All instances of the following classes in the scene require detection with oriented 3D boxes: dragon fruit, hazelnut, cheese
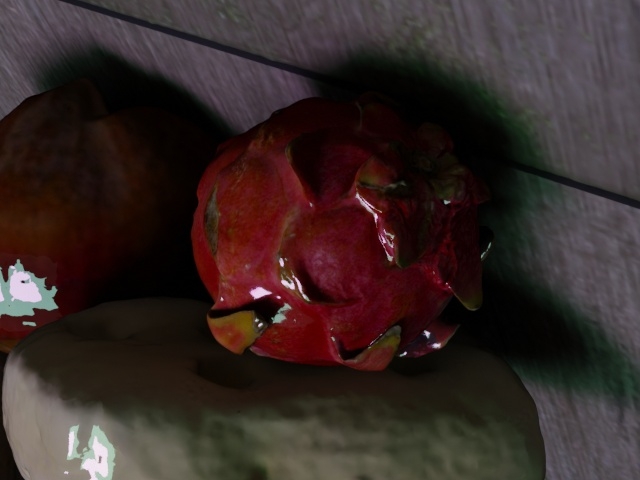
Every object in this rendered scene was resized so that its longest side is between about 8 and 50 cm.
[{"bbox_3d":[0.000,0.000,0.628,0.166,0.133,0.136,8,149,47],"label":"dragon fruit"},{"bbox_3d":[-0.130,-0.005,0.807,0.201,0.161,0.170,-8,157,9],"label":"hazelnut"},{"bbox_3d":[-0.027,0.085,0.694,0.263,0.093,0.159,1,-165,-13],"label":"cheese"}]

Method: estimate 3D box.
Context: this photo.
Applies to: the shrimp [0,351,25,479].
[{"bbox_3d":[-0.197,0.101,0.918,0.075,0.289,0.178,-6,126,-3],"label":"shrimp"}]
